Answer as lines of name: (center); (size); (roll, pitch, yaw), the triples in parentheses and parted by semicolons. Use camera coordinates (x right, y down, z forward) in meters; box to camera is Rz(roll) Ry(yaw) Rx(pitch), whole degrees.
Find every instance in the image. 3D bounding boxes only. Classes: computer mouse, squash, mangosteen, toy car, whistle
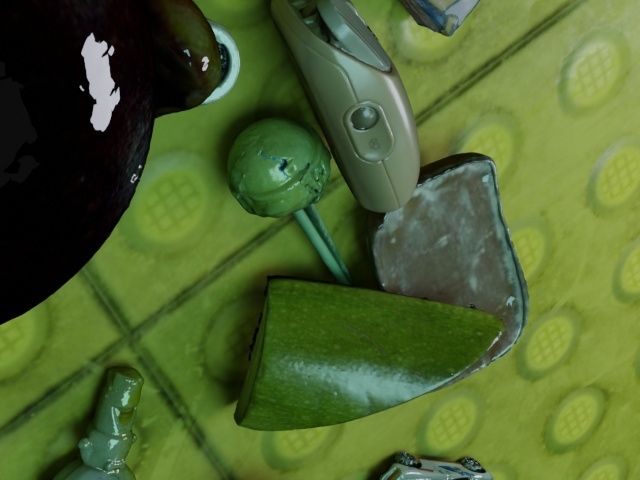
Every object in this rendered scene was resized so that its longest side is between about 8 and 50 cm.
computer mouse: (0.030, -0.133, 1.163); (0.082, 0.145, 0.237); (-24, 127, 0)
squash: (0.053, 0.142, 1.312); (0.252, 0.093, 0.169); (10, 119, -11)
mangosteen: (-0.257, -0.140, 0.828); (0.435, 0.382, 0.382); (-46, 143, -48)
toy car: (0.138, 0.312, 1.578); (0.204, 0.056, 0.095); (13, 107, -40)
whistle: (-0.217, 0.213, 1.262); (0.104, 0.057, 0.198); (1, 109, -49)

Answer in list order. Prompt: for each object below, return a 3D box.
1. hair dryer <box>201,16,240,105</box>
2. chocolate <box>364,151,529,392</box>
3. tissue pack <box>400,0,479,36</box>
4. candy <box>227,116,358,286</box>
hair dryer: (-0.141, -0.223, 1.012); (0.073, 0.131, 0.236); (-27, 116, -17)
chocolate: (0.124, 0.025, 1.375); (0.156, 0.080, 0.254); (-26, 123, -12)
tissue pack: (0.101, -0.276, 1.185); (0.115, 0.065, 0.155); (-51, 134, 0)
candy: (0.000, 0.000, 1.283); (0.335, 0.092, 0.093); (61, 38, -49)
